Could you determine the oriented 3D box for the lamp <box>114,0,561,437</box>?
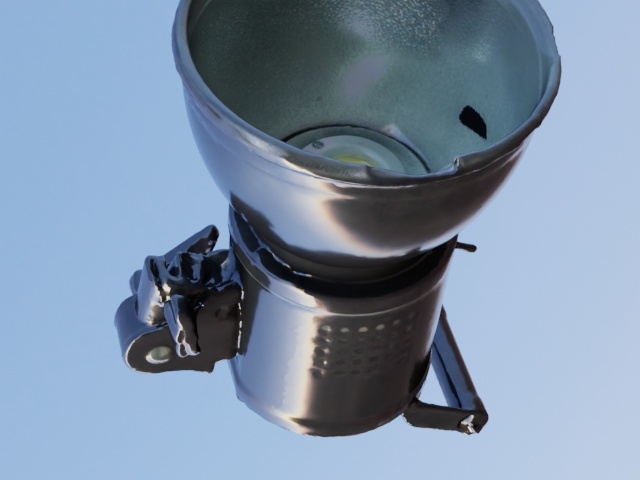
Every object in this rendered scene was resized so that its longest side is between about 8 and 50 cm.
[{"bbox_3d":[0.000,0.000,0.660,0.172,0.147,0.227,-9,-40,-16],"label":"lamp"}]
